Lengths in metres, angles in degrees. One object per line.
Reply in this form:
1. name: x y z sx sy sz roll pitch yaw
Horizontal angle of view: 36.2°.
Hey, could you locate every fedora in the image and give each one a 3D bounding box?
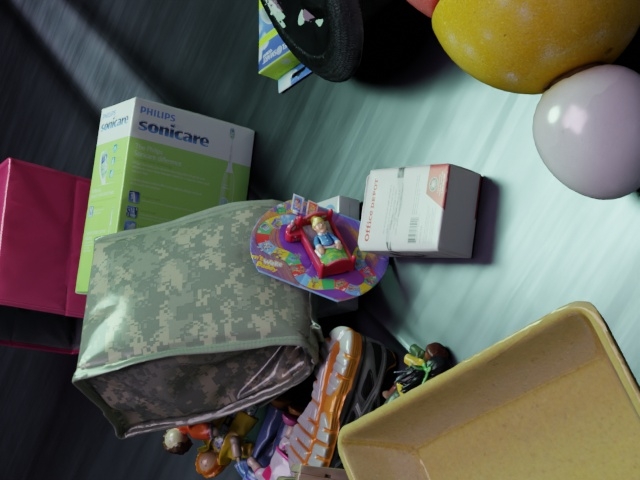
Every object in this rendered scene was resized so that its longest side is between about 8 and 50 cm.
1. fedora: 0.014 -0.363 1.234 0.334 0.152 0.334 59 166 24

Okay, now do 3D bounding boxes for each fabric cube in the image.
1. fabric cube: -0.493 0.040 1.743 0.254 0.259 0.258 -27 57 48

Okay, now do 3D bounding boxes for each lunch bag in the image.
1. lunch bag: -0.134 0.089 1.212 0.287 0.169 0.235 -14 46 10

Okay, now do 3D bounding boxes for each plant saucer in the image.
1. plant saucer: 0.198 0.259 0.847 0.333 0.081 0.333 -37 69 41

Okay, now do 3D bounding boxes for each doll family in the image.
1. doll family: -0.091 0.272 1.281 0.263 0.118 0.163 28 97 34
2. doll family: 0.123 0.182 1.036 0.111 0.076 0.193 -53 48 24

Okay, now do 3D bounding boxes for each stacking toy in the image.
1. stacking toy: 0.193 -0.260 0.939 0.350 0.350 0.480 -27 76 47

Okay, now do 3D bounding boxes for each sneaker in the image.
1. sneaker: 0.027 0.209 1.138 0.084 0.083 0.215 33 106 57

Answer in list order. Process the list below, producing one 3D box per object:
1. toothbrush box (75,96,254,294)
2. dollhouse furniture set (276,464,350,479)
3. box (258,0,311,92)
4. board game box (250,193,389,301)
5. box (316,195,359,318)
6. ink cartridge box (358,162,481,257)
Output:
1. toothbrush box: -0.227 -0.045 1.454 0.122 0.206 0.283 -3 78 54
2. dollhouse furniture set: 0.018 0.404 1.090 0.303 0.198 0.286 137 144 -73
3. box: -0.046 -0.319 1.430 0.109 0.042 0.178 -25 60 48
4. board game box: 0.000 0.000 1.168 0.033 0.169 0.133 98 -164 -48
5. box: -0.021 0.032 1.297 0.186 0.038 0.145 -15 68 49
6. ink cartridge box: 0.112 -0.032 1.121 0.135 0.056 0.099 1 80 53
